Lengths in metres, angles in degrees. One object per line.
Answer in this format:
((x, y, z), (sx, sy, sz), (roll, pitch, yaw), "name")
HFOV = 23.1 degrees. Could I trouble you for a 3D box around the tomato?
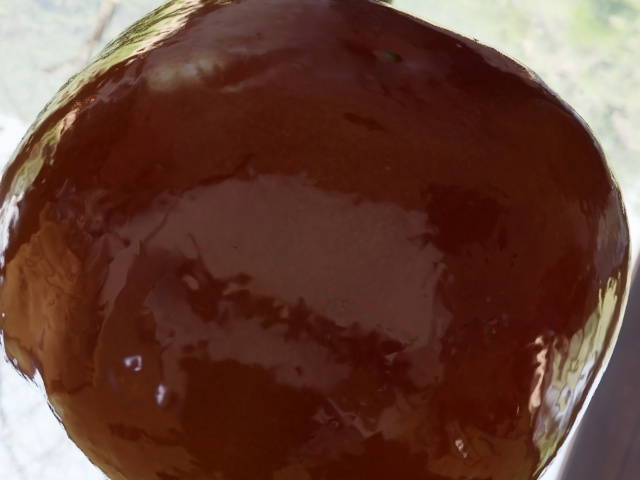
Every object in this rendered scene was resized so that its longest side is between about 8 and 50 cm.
((-0.002, 0.002, 0.616), (0.260, 0.180, 0.260), (12, -148, -8), "tomato")
